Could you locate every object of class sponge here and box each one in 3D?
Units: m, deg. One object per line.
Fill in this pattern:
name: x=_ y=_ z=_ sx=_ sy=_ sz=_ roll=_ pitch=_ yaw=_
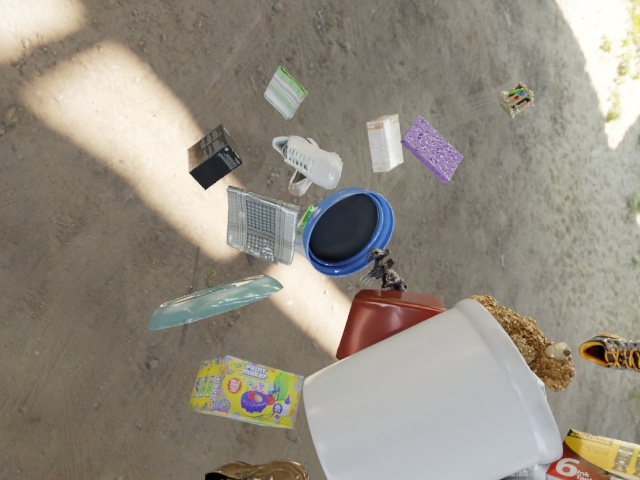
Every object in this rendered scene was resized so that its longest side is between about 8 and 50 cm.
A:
sponge: x=0.372 y=-0.302 z=1.439 sx=0.210 sy=0.031 sz=0.117 roll=40 pitch=69 yaw=-9

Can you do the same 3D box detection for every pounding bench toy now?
pounding bench toy: x=0.476 y=-0.349 z=1.049 sx=0.083 sy=0.065 sz=0.052 roll=30 pitch=31 yaw=-56

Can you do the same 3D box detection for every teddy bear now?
teddy bear: x=0.566 y=0.262 z=1.223 sx=0.245 sy=0.338 sz=0.113 roll=24 pitch=108 yaw=-37

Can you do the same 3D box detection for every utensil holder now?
utensil holder: x=0.198 y=0.338 z=0.862 sx=0.386 sy=0.327 sz=0.327 roll=-24 pitch=109 yaw=2

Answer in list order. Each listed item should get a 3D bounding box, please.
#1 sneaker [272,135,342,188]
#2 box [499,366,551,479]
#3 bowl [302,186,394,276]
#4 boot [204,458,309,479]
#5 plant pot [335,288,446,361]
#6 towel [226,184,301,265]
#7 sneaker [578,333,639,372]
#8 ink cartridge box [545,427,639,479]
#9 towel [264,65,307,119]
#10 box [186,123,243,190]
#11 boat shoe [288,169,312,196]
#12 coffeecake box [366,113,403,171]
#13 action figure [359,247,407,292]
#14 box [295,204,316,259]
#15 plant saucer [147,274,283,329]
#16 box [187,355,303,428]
sneaker: x=-0.033 y=-0.190 z=1.031 sx=0.095 sy=0.235 sz=0.090 roll=9 pitch=111 yaw=-36
box: x=0.607 y=0.664 z=1.569 sx=0.480 sy=0.297 sz=0.471 roll=26 pitch=59 yaw=-40
bowl: x=0.108 y=-0.034 z=1.713 sx=0.391 sy=0.077 sz=0.391 roll=-16 pitch=129 yaw=-21
boot: x=-0.166 y=0.608 z=1.074 sx=0.115 sy=0.305 sz=0.112 roll=27 pitch=54 yaw=-49
plant pot: x=0.188 y=0.265 z=1.213 sx=0.267 sy=0.236 sz=0.267 roll=0 pitch=106 yaw=-79
towel: x=-0.241 y=-0.045 z=1.738 sx=0.056 sy=0.312 sz=0.324 roll=-64 pitch=168 yaw=-48
sneaker: x=0.668 y=0.252 z=0.939 sx=0.083 sy=0.215 sz=0.084 roll=-6 pitch=84 yaw=-18
ink cartridge box: x=0.687 y=0.527 z=0.919 sx=0.272 sy=0.310 sz=0.130 roll=-15 pitch=99 yaw=-46
towel: x=-0.109 y=-0.436 z=1.292 sx=0.113 sy=0.152 sz=0.023 roll=42 pitch=65 yaw=-8
box: x=-0.419 y=-0.331 z=1.692 sx=0.184 sy=0.261 sz=0.103 roll=-33 pitch=125 yaw=3
boat shoe: x=-0.057 y=-0.326 z=2.003 sx=0.277 sy=0.098 sz=0.096 roll=-60 pitch=165 yaw=-28
coffeecake box: x=0.245 y=-0.366 z=1.626 sx=0.142 sy=0.068 sz=0.185 roll=-36 pitch=122 yaw=-48
action figure: x=0.203 y=0.146 z=1.384 sx=0.141 sy=0.164 sz=0.275 roll=-25 pitch=134 yaw=3
box: x=0.000 y=0.000 z=1.960 sx=0.262 sy=0.231 sz=0.126 roll=31 pitch=60 yaw=-8
plant saucer: x=-0.244 y=0.135 z=1.008 sx=0.318 sy=0.318 sz=0.043 roll=-17 pitch=92 yaw=-40
box: x=-0.262 y=0.530 z=1.506 sx=0.290 sy=0.279 sz=0.177 roll=24 pitch=61 yaw=-24
